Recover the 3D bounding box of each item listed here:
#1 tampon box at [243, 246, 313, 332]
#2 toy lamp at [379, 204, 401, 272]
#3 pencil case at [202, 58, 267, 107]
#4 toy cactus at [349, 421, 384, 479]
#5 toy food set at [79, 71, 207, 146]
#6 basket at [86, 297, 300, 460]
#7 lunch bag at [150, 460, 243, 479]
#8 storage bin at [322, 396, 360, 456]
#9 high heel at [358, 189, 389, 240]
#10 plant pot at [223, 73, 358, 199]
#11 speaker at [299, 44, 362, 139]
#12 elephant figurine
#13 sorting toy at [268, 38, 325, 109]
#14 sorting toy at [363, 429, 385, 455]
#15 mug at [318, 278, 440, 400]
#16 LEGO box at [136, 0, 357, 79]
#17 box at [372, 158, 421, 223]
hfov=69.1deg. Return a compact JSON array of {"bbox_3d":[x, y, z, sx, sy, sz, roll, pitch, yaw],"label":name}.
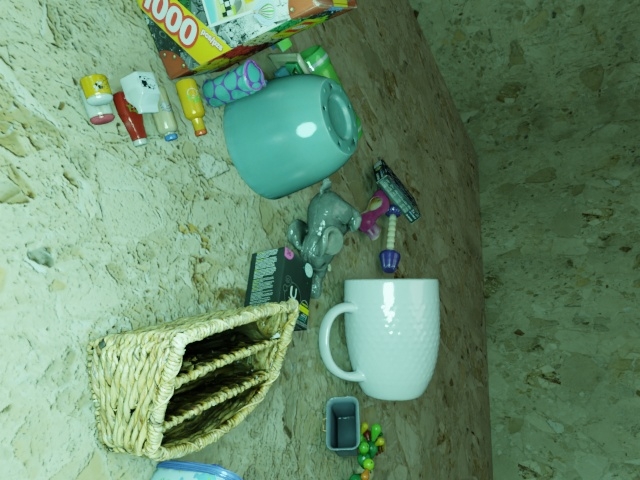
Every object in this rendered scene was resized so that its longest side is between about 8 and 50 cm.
[{"bbox_3d":[-0.094,0.116,1.062,0.120,0.101,0.161,39,48,-48],"label":"tampon box"},{"bbox_3d":[0.264,-0.007,1.728,0.080,0.080,0.275,45,45,-43],"label":"toy lamp"},{"bbox_3d":[-0.189,-0.339,1.008,0.064,0.151,0.070,44,54,-38],"label":"pencil case"},{"bbox_3d":[0.109,0.610,1.264,0.219,0.112,0.181,-62,151,-50],"label":"toy cactus"},{"bbox_3d":[-0.308,-0.220,0.808,0.232,0.111,0.105,-31,107,-61],"label":"toy food set"},{"bbox_3d":[-0.181,0.229,0.763,0.299,0.223,0.214,-3,83,-60],"label":"basket"},{"bbox_3d":[-0.167,0.445,0.756,0.219,0.176,0.090,57,37,-30],"label":"lunch bag"},{"bbox_3d":[0.058,0.491,1.204,0.135,0.098,0.091,-89,169,-46],"label":"storage bin"},{"bbox_3d":[0.173,-0.119,1.631,0.117,0.082,0.244,45,47,-29],"label":"high heel"},{"bbox_3d":[-0.051,-0.267,1.135,0.293,0.235,0.293,26,59,-53],"label":"plant pot"},{"bbox_3d":[0.021,-0.430,1.418,0.296,0.131,0.131,57,36,-32],"label":"speaker"},{"bbox_3d":[0.000,0.000,1.228,0.186,0.169,0.239,37,61,-11],"label":"elephant figurine"},{"bbox_3d":[-0.064,-0.421,1.268,0.047,0.196,0.348,-42,125,-9],"label":"sorting toy"},{"bbox_3d":[0.167,0.602,1.394,0.102,0.042,0.061,56,37,-33],"label":"sorting toy"},{"bbox_3d":[0.164,0.275,1.324,0.374,0.276,0.328,2,85,-28],"label":"mug"},{"bbox_3d":[-0.199,-0.616,0.869,0.193,0.372,0.500,-42,116,-55],"label":"LEGO box"},{"bbox_3d":[0.287,-0.187,1.751,0.220,0.051,0.175,46,21,-22],"label":"box"}]
